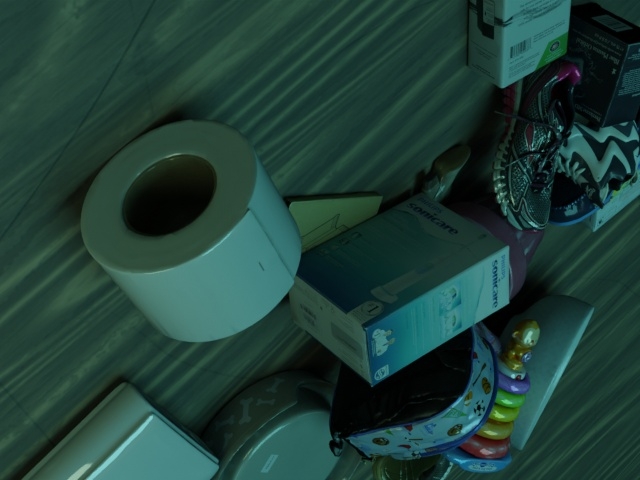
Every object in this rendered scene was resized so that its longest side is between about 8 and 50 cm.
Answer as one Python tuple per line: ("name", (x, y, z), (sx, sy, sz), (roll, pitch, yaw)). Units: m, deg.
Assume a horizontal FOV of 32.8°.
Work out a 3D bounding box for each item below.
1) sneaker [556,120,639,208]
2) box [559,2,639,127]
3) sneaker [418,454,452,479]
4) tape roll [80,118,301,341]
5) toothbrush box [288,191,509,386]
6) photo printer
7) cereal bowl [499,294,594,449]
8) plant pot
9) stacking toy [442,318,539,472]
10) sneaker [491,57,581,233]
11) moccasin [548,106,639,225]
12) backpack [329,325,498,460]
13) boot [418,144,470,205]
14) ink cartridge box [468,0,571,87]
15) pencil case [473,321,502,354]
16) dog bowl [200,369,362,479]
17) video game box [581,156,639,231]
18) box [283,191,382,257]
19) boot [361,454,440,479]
("sneaker", (0.450, -0.125, 1.919), (0.235, 0.153, 0.094), (-7, 162, 2))
("box", (0.477, -0.301, 1.865), (0.093, 0.156, 0.158), (-17, 131, -34))
("sneaker", (0.242, 0.422, 2.301), (0.106, 0.078, 0.234), (4, 114, -42))
("tape roll", (-0.165, -0.013, 1.415), (0.246, 0.246, 0.169), (-41, 141, -11))
("toothbrush box", (0.125, 0.069, 1.741), (0.295, 0.216, 0.126), (-29, 132, -26))
("photo printer", (-0.334, 0.393, 1.693), (0.307, 0.107, 0.256), (-44, 141, -7))
("cereal bowl", (0.429, 0.253, 2.245), (0.339, 0.141, 0.339), (-54, 163, -25))
("plant pot", (0.299, 0.002, 1.931), (0.180, 0.201, 0.201), (-38, 143, -39))
("stacking toy", (0.330, 0.273, 2.036), (0.175, 0.166, 0.302), (11, 118, -34))
("sneaker", (0.364, -0.160, 1.821), (0.121, 0.112, 0.299), (-1, 95, -44))
("moccasin", (0.518, -0.172, 2.055), (0.342, 0.137, 0.117), (-48, 140, -25))
("backpack", (0.167, 0.242, 1.828), (0.213, 0.263, 0.276), (36, 50, -39))
("boot", (0.215, -0.102, 1.874), (0.118, 0.042, 0.087), (-36, 146, -14))
("ink cartridge box", (0.314, -0.369, 1.707), (0.153, 0.087, 0.208), (-29, 138, -24))
("pencil case", (0.246, 0.181, 2.068), (0.124, 0.124, 0.284), (-50, 142, 1))
("dog bowl", (-0.077, 0.382, 1.936), (0.348, 0.102, 0.349), (-25, 135, -28))
("video game box", (0.618, -0.136, 2.204), (0.205, 0.048, 0.187), (-37, 152, -16))
("box", (0.000, 0.000, 1.762), (0.201, 0.021, 0.164), (-6, 125, -42))
("boot", (0.115, 0.410, 2.079), (0.213, 0.165, 0.077), (-13, 102, -55))
